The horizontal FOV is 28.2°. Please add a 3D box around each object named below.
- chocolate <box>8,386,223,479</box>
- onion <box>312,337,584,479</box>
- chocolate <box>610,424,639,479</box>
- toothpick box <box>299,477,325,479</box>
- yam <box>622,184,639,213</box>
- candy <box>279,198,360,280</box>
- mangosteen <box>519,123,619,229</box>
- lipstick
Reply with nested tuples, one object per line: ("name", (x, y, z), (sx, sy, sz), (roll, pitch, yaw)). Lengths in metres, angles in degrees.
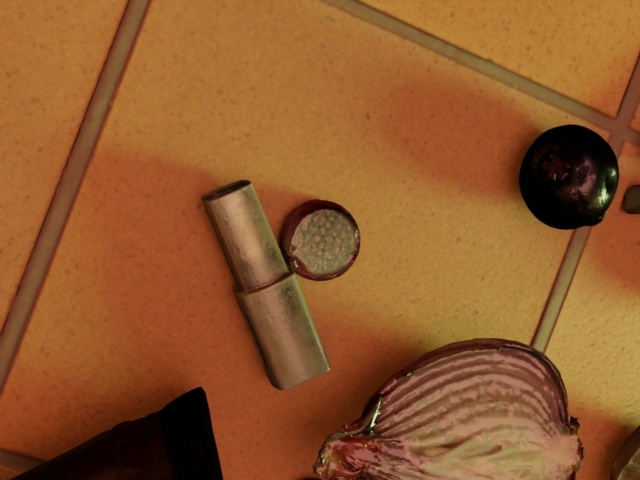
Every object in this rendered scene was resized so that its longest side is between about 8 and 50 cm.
("chocolate", (-0.249, 0.381, 1.419), (0.331, 0.383, 0.383), (-10, 101, -3))
("onion", (0.146, 0.254, 1.616), (0.349, 0.159, 0.267), (4, 85, -12))
("chocolate", (0.519, 0.332, 1.792), (0.254, 0.080, 0.157), (28, 105, -21))
("toothpick box", (-0.010, 0.348, 1.630), (0.047, 0.047, 0.083), (-4, 98, -18))
("yam", (0.461, -0.057, 1.736), (0.094, 0.043, 0.043), (0, 98, -19))
("candy", (0.000, 0.000, 1.585), (0.103, 0.043, 0.103), (-3, 99, -19))
("mangosteen", (0.329, -0.077, 1.654), (0.151, 0.137, 0.137), (24, 89, -54))
("lipstick", (-0.068, 0.053, 1.550), (0.077, 0.079, 0.253), (-23, 105, -12))
